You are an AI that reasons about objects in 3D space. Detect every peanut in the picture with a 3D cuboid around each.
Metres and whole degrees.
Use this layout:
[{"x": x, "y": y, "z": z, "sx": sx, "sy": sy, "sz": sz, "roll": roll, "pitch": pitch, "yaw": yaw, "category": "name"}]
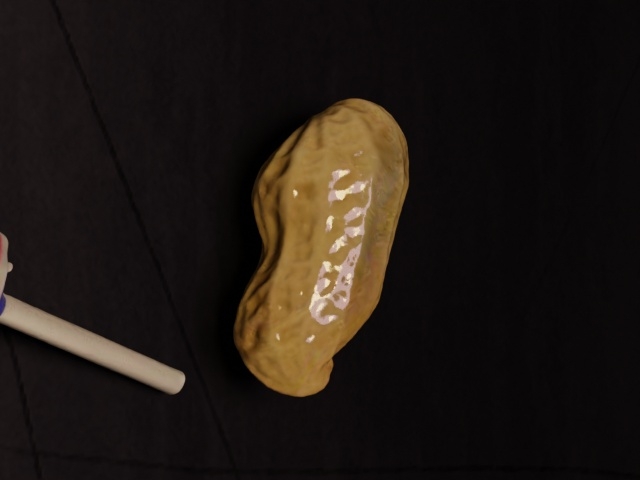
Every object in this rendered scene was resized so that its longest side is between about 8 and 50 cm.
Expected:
[{"x": 0.000, "y": 0.000, "z": 1.184, "sx": 0.093, "sy": 0.083, "sz": 0.194, "roll": 38, "pitch": 62, "yaw": -39, "category": "peanut"}]

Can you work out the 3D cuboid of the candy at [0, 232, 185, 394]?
[{"x": -0.180, "y": 0.026, "z": 0.994, "sx": 0.365, "sy": 0.124, "sz": 0.124, "roll": 29, "pitch": 67, "yaw": -52, "category": "candy"}]
